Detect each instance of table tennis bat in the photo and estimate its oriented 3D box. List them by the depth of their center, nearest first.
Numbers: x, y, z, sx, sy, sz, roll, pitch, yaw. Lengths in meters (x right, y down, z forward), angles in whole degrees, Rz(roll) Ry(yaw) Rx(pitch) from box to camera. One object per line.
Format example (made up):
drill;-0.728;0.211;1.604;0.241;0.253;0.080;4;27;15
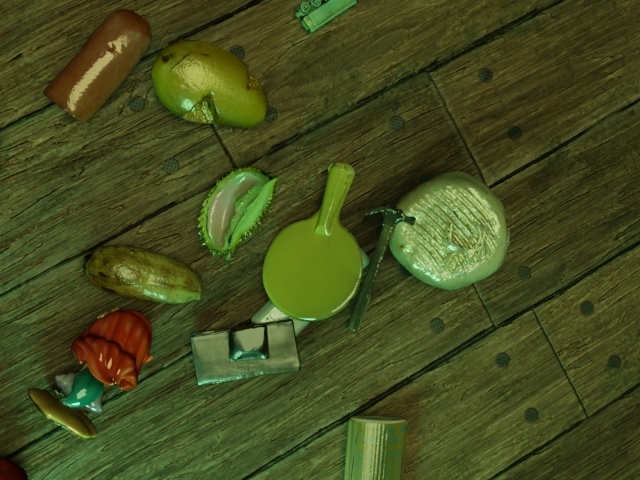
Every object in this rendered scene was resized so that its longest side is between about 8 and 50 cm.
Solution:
table tennis bat;0.000;0.000;1.928;0.224;0.054;0.368;13;79;14

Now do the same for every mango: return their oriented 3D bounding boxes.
mango;-0.234;-0.330;1.867;0.262;0.130;0.167;15;92;-16

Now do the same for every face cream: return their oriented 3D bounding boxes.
face cream;0.121;0.545;1.969;0.139;0.067;0.285;5;88;-11

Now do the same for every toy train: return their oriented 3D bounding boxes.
toy train;0.013;-0.532;1.963;0.148;0.038;0.071;-36;100;-10

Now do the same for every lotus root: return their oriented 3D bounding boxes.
lotus root;-0.377;0.073;1.853;0.258;0.097;0.110;12;85;-15

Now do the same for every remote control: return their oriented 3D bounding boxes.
remote control;-0.018;0.112;1.949;0.293;0.051;0.103;-45;99;-8

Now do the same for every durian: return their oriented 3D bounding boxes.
durian;-0.182;-0.060;1.896;0.137;0.095;0.220;30;85;25

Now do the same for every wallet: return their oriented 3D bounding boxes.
wallet;-0.164;0.245;1.903;0.230;0.042;0.124;-9;101;0

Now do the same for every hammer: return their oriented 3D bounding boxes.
hammer;0.117;0.064;1.925;0.125;0.027;0.297;24;104;28

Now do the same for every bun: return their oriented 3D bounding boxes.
bun;0.290;-0.018;1.960;0.273;0.168;0.272;0;90;1

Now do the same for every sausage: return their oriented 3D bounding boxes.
sausage;-0.458;-0.371;1.828;0.113;0.113;0.259;40;84;-9

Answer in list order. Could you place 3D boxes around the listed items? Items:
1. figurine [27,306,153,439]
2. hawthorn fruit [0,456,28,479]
figurine;-0.450;0.265;1.783;0.181;0.208;0.257;36;89;23
hawthorn fruit;-0.663;0.519;1.765;0.194;0.157;0.157;25;85;-21
